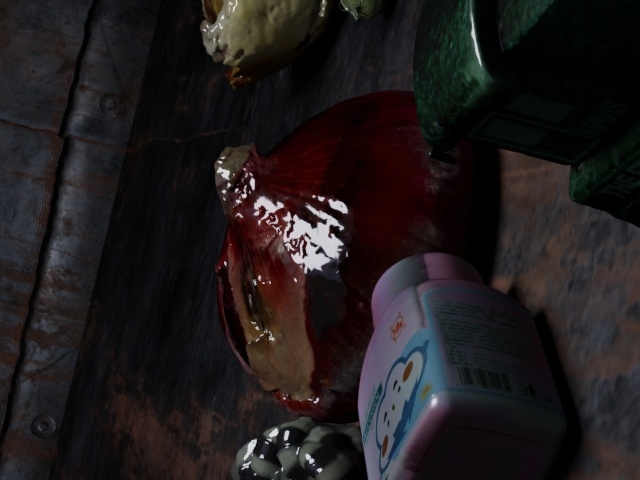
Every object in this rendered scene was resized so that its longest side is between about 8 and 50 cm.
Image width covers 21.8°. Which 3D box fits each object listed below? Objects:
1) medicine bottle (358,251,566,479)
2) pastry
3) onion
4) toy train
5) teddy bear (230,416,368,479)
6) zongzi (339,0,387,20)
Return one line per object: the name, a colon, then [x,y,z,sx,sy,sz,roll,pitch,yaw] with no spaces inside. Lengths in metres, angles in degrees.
medicine bottle: [0.081,0.092,1.050,0.188,0.094,0.119,-99,25,-56]
pastry: [-0.065,-0.303,1.828,0.256,0.170,0.237,122,133,-85]
onion: [0.000,0.000,1.260,0.272,0.195,0.272,-52,25,37]
toy train: [0.167,-0.115,0.750,0.330,0.178,0.138,131,150,-63]
teddy bear: [0.004,0.230,1.139,0.171,0.144,0.251,-46,33,37]
zongzi: [0.047,-0.263,1.622,0.119,0.055,0.109,-139,62,-87]
